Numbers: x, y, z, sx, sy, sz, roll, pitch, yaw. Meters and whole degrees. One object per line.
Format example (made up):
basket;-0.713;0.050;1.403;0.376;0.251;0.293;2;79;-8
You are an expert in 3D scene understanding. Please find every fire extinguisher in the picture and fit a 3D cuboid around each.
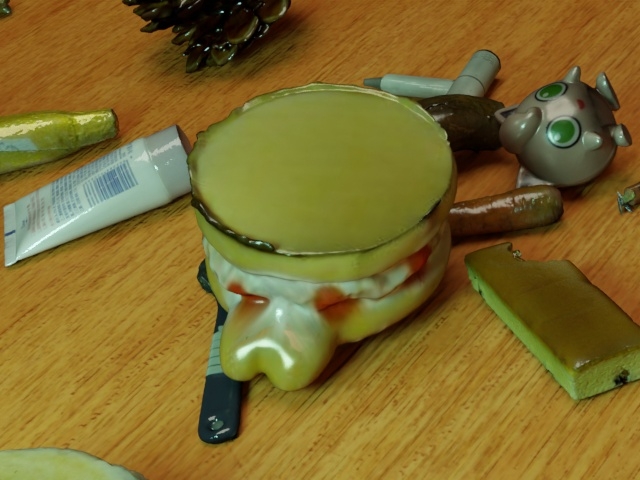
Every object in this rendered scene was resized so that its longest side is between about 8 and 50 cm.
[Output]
fire extinguisher;0.351;-0.053;1.557;0.083;0.022;0.028;-23;65;-15

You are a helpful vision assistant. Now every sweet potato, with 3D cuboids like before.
sweet potato;0.077;-0.105;1.686;0.286;0.085;0.112;-16;-2;14

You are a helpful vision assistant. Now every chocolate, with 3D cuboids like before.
chocolate;-0.368;-0.133;1.869;0.219;0.085;0.085;-14;33;-4

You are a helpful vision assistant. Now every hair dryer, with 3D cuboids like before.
hair dryer;0.117;-0.181;1.818;0.183;0.044;0.155;0;34;28

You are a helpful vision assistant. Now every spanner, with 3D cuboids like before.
spanner;-0.097;0.098;1.484;0.087;0.024;0.316;-9;35;9

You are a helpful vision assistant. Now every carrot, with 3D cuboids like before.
carrot;0.165;-0.023;1.556;0.191;0.047;0.047;-12;33;6

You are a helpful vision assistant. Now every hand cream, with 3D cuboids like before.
hand cream;-0.264;-0.051;1.724;0.248;0.083;0.133;-23;32;5

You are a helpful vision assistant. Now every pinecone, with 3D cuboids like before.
pinecone;-0.166;-0.368;2.006;0.264;0.264;0.264;-9;33;6

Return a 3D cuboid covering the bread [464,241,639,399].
bread;0.224;0.067;1.395;0.088;0.049;0.226;-20;33;-11

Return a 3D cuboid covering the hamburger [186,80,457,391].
hamburger;0.000;0.000;1.442;0.261;0.186;0.302;6;41;9

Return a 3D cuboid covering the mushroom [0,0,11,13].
mushroom;-0.528;-0.343;2.260;0.061;0.060;0.187;1;40;8

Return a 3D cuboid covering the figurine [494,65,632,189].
figurine;0.264;-0.118;1.592;0.138;0.125;0.125;-17;31;15

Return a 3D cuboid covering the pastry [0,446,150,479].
pastry;-0.239;0.279;1.155;0.265;0.133;0.264;-9;34;6
